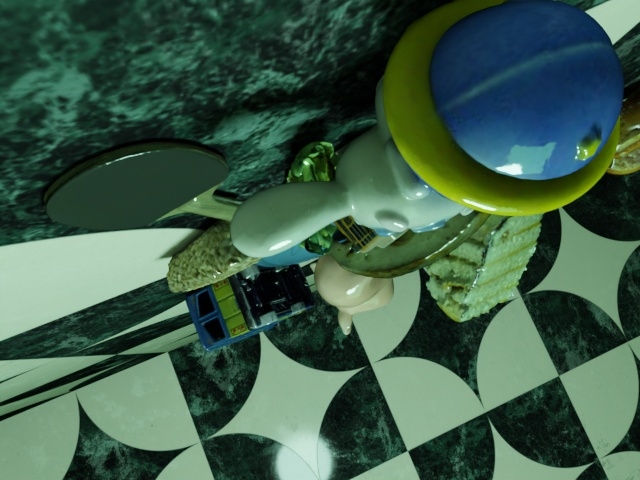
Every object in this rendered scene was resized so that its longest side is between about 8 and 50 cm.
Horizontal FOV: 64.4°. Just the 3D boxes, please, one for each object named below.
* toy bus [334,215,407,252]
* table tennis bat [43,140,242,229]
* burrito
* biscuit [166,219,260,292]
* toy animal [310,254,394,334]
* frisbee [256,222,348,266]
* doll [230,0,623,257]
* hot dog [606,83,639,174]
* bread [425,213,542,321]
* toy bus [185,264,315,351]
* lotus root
[{"bbox_3d":[0.074,-0.051,0.628,0.091,0.103,0.182,-39,176,-15],"label":"toy bus"},{"bbox_3d":[-0.138,-0.041,0.479,0.138,0.022,0.246,-26,170,16],"label":"table tennis bat"},{"bbox_3d":[-0.010,-0.031,0.593,0.054,0.104,0.288,-12,170,-8],"label":"burrito"},{"bbox_3d":[-0.146,0.023,0.692,0.082,0.071,0.168,-9,166,-45],"label":"biscuit"},{"bbox_3d":[0.093,0.105,1.416,0.269,0.237,0.326,-39,160,32],"label":"toy animal"},{"bbox_3d":[0.002,0.005,1.038,0.289,0.049,0.289,-22,172,-3],"label":"frisbee"},{"bbox_3d":[0.074,-0.082,0.395,0.310,0.160,0.242,-19,-175,-17],"label":"doll"},{"bbox_3d":[0.653,-0.257,0.917,0.348,0.117,0.158,-36,139,30],"label":"hot dog"},{"bbox_3d":[0.433,0.001,1.436,0.239,0.264,0.396,-15,132,-24],"label":"bread"},{"bbox_3d":[-0.152,0.143,1.190,0.175,0.138,0.287,-28,170,24],"label":"toy bus"},{"bbox_3d":[0.177,-0.024,0.898,0.210,0.142,0.314,-14,160,-45],"label":"lotus root"}]
